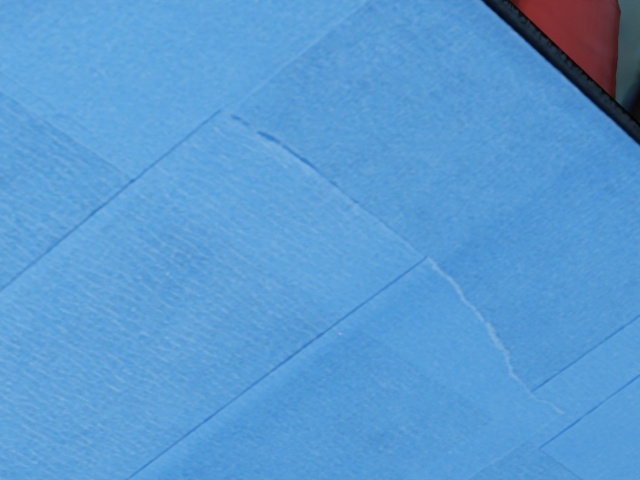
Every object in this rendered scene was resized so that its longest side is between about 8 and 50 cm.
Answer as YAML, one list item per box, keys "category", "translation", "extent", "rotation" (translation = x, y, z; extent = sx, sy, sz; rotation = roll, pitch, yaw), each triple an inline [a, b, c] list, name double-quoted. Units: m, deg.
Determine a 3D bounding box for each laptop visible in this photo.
- category: "laptop"
  translation: [-0.010, 0.193, 0.394]
  extent: [0.382, 0.236, 0.408]
  rotation: [-38, 79, 18]

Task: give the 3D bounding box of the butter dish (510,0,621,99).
- category: "butter dish"
  translation: [0.000, 0.000, 0.511]
  extent: [0.160, 0.118, 0.160]
  rotation: [0, 49, 13]
